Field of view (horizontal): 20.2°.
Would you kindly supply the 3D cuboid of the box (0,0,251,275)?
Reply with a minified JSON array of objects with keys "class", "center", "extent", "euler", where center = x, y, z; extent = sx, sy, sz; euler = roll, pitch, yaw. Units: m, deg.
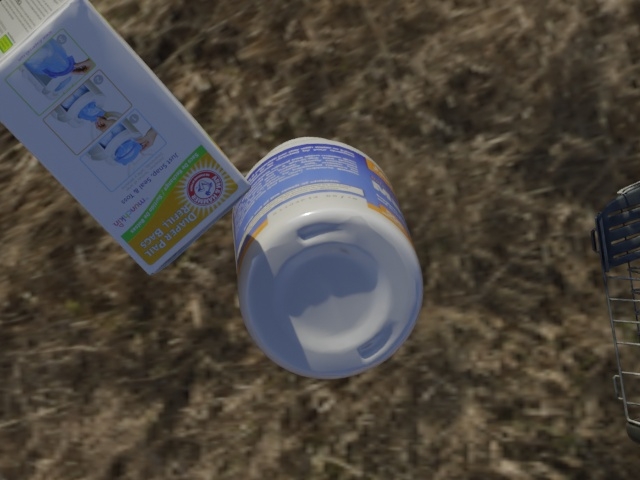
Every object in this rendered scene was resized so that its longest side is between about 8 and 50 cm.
[{"class":"box","center":[-0.162,-0.090,1.328],"extent":[0.103,0.114,0.203],"euler":[-42,118,0]}]

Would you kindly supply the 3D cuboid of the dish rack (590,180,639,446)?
[{"class":"dish rack","center":[0.373,0.066,1.786],"extent":[0.208,0.074,0.271],"euler":[-17,102,-30]}]

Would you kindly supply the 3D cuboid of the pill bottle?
[{"class":"pill bottle","center":[0.000,0.000,1.555],"extent":[0.152,0.272,0.152],"euler":[-1,110,-3]}]
